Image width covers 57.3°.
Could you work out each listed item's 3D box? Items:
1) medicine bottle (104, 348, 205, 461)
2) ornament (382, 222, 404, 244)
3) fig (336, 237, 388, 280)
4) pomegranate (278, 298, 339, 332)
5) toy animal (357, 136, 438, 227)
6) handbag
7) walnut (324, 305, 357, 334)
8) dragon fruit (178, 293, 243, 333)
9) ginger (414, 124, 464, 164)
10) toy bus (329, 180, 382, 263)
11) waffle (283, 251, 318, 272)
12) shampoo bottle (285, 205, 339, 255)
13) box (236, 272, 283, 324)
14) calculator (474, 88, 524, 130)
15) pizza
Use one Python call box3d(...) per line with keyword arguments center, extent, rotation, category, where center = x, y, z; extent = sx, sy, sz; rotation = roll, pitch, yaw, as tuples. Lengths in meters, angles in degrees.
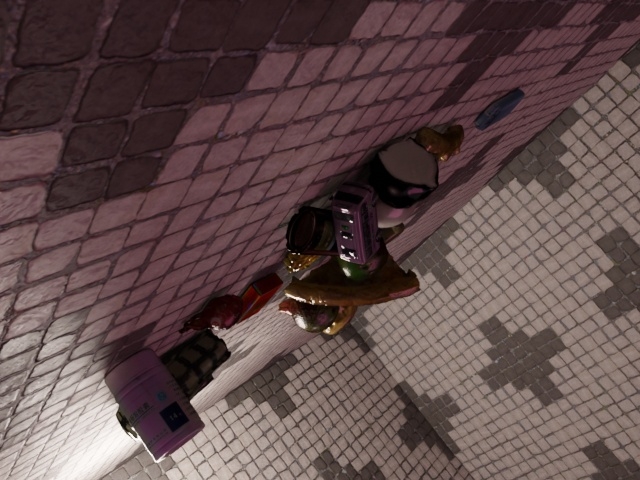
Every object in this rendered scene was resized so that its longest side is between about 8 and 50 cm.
box3d(center=(-0.433, 0.426, 1.528), extent=(0.152, 0.254, 0.152), rotation=(-37, 168, -9), category="medicine bottle")
box3d(center=(0.255, -0.003, 2.459), extent=(0.230, 0.061, 0.245), rotation=(-39, 165, 10), category="ornament")
box3d(center=(0.130, 0.038, 1.911), extent=(0.181, 0.181, 0.191), rotation=(45, 69, -78), category="fig")
box3d(center=(-0.055, 0.251, 2.250), extent=(0.248, 0.214, 0.214), rotation=(-3, -177, 23), category="pomegranate")
box3d(center=(0.188, -0.136, 1.524), extent=(0.187, 0.165, 0.235), rotation=(-26, 165, -32), category="toy animal")
box3d(center=(-0.459, 0.454, 1.823), extent=(0.327, 0.162, 0.325), rotation=(-40, 174, -36), category="handbag")
box3d(center=(0.049, 0.266, 2.474), extent=(0.257, 0.257, 0.224), rotation=(-43, 135, 19), category="walnut")
box3d(center=(-0.290, 0.212, 1.565), extent=(0.190, 0.094, 0.094), rotation=(-29, 168, -2), category="dragon fruit")
box3d(center=(0.342, -0.277, 1.643), extent=(0.065, 0.118, 0.299), rotation=(-1, -162, 34), category="ginger")
box3d(center=(0.086, -0.044, 1.465), extent=(0.108, 0.096, 0.199), rotation=(-49, 142, -38), category="toy bus")
box3d(center=(0.001, 0.002, 1.749), extent=(0.291, 0.051, 0.291), rotation=(-38, 170, -8), category="waffle")
box3d(center=(0.027, -0.017, 1.553), extent=(0.323, 0.084, 0.129), rotation=(8, 104, -63), category="shampoo bottle")
box3d(center=(-0.200, 0.179, 1.805), extent=(0.112, 0.048, 0.175), rotation=(-27, 163, -50), category="box")
box3d(center=(0.594, -0.432, 1.936), extent=(0.210, 0.039, 0.121), rotation=(-32, 168, -32), category="calculator")
box3d(center=(0.149, 0.123, 2.009), extent=(0.435, 0.392, 0.080), rotation=(-37, 132, -37), category="pizza")
